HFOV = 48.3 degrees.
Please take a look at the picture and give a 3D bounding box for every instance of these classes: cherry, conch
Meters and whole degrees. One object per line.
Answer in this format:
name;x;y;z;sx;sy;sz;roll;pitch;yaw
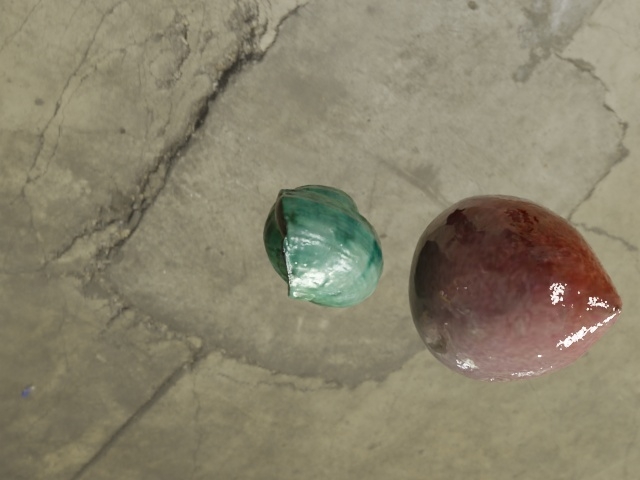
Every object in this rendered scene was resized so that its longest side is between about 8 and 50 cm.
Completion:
cherry;0.219;0.060;0.859;0.206;0.239;0.239;11;123;-13
conch;0.001;-0.002;0.890;0.134;0.202;0.196;-13;127;-10
